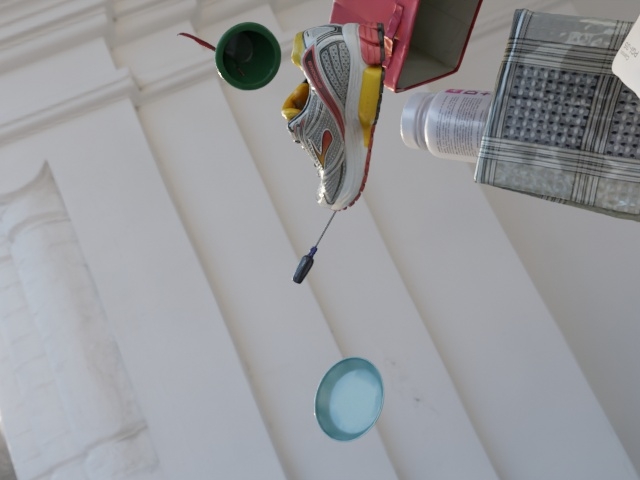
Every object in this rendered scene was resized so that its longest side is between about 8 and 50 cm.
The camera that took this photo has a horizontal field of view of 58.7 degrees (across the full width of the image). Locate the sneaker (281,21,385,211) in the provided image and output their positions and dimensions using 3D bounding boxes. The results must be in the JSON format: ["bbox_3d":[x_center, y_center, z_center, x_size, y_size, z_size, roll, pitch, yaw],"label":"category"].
[{"bbox_3d":[0.009,-0.119,0.575,0.093,0.088,0.225,5,-40,1],"label":"sneaker"}]

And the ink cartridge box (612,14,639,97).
[{"bbox_3d":[0.523,-0.185,0.647,0.283,0.207,0.117,10,-52,-8],"label":"ink cartridge box"}]

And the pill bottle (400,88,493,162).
[{"bbox_3d":[0.337,-0.260,1.293,0.283,0.160,0.160,15,14,36],"label":"pill bottle"}]

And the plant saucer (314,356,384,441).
[{"bbox_3d":[0.044,0.224,0.801,0.119,0.119,0.021,-31,-43,25],"label":"plant saucer"}]

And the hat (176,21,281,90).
[{"bbox_3d":[-0.228,-0.520,1.513,0.173,0.183,0.208,-48,-48,9],"label":"hat"}]

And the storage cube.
[{"bbox_3d":[0.149,-0.408,1.028,0.215,0.193,0.183,-28,-34,-34],"label":"storage cube"}]

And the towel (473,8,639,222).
[{"bbox_3d":[0.450,-0.208,0.954,0.324,0.312,0.056,15,11,13],"label":"towel"}]

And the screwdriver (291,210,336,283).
[{"bbox_3d":[0.000,0.000,0.975,0.169,0.024,0.025,-58,-38,0],"label":"screwdriver"}]
